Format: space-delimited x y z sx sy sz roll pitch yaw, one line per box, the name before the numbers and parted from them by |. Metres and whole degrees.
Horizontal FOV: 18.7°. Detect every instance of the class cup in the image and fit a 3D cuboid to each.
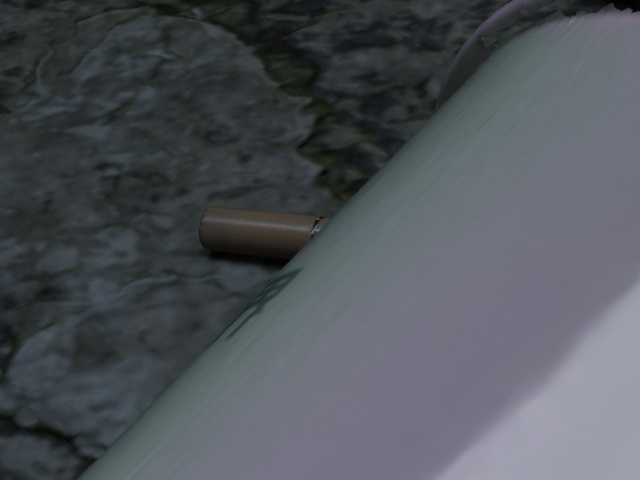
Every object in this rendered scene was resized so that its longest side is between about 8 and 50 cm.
cup | 0.031 0.111 0.422 0.274 0.253 0.253 -38 46 -24

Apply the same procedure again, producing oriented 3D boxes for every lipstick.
lipstick | 0.000 0.000 0.743 0.094 0.019 0.019 7 40 19
